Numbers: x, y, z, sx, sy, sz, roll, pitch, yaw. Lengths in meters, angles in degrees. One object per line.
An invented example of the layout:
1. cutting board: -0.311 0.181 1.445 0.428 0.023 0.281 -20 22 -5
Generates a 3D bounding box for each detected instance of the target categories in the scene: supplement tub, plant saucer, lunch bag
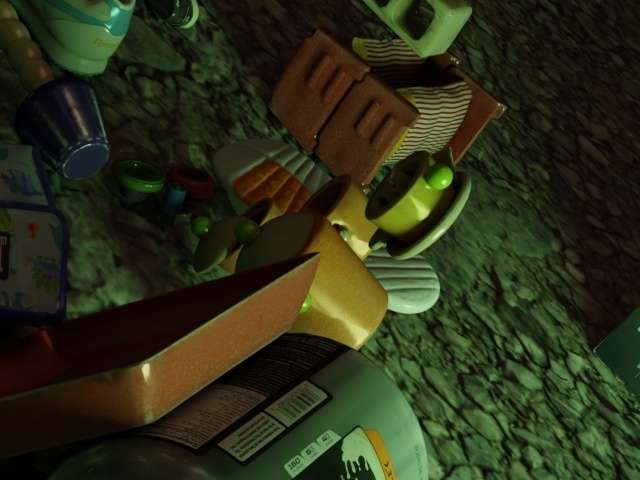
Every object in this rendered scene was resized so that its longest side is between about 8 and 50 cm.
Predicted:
1. supplement tub: -0.069 0.192 1.247 0.193 0.193 0.316 44 29 8
2. plant saucer: -0.152 0.089 1.279 0.258 0.259 0.048 -31 103 -60
3. lunch bag: -0.262 -0.003 1.401 0.128 0.096 0.151 7 48 -35

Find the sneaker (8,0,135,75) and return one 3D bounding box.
1. sneaker: -0.261 -0.263 1.774 0.229 0.092 0.087 46 30 13

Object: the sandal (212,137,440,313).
1. sandal: -0.007 0.004 1.713 0.102 0.076 0.265 -22 51 -41

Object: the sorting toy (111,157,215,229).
1. sorting toy: -0.140 -0.040 1.665 0.102 0.042 0.061 5 27 -30

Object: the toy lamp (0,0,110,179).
1. toy lamp: -0.264 -0.164 1.650 0.080 0.080 0.275 4 41 -47

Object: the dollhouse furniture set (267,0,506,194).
1. dollhouse furniture set: 0.131 -0.231 1.910 0.152 0.374 0.201 46 30 20

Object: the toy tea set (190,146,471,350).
1. toy tea set: -0.036 0.004 1.503 0.124 0.336 0.200 42 64 -17

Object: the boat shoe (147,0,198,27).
1. boat shoe: -0.170 -0.272 1.948 0.038 0.046 0.125 4 52 -54

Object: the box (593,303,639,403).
1. box: 0.518 0.153 2.027 0.312 0.179 0.343 51 30 17
